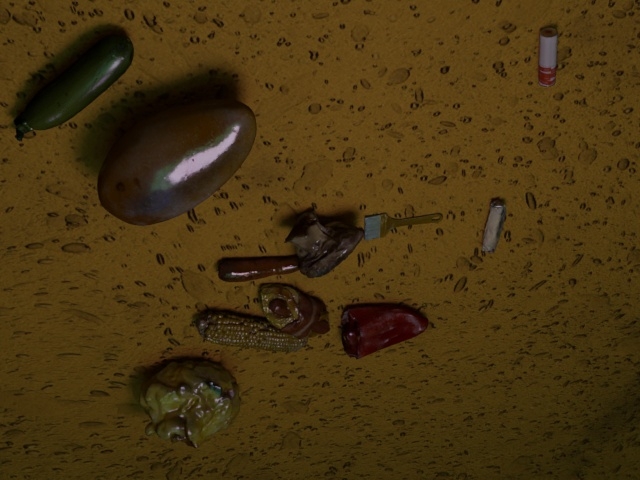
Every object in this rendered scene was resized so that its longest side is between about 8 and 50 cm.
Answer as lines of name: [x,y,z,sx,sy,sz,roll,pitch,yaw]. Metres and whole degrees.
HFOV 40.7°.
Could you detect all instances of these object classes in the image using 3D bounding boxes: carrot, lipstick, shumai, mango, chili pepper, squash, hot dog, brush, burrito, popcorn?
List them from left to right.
squash: [-0.492,-0.292,1.695,0.331,0.087,0.087,-31,134,21]
mango: [-0.294,-0.171,1.782,0.384,0.199,0.221,-33,134,18]
popcorn: [-0.364,0.453,2.408,0.286,0.215,0.252,12,93,-18]
carrot: [-0.140,0.069,2.178,0.248,0.059,0.059,-6,136,-12]
hot dog: [-0.060,0.199,2.292,0.261,0.093,0.123,24,111,-33]
shumai: [0.000,0.000,2.095,0.153,0.161,0.209,42,151,-11]
chili pepper: [0.184,0.234,2.405,0.252,0.136,0.144,-13,93,-15]
brush: [0.210,-0.045,2.177,0.205,0.011,0.083,-8,136,-7]
burrito: [0.449,-0.035,2.227,0.045,0.041,0.185,26,140,19]
lipstick: [0.491,-0.395,1.863,0.038,0.038,0.131,-13,136,0]

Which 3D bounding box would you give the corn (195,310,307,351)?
corn: [-0.183,0.249,2.327,0.320,0.097,0.097,12,131,-28]
